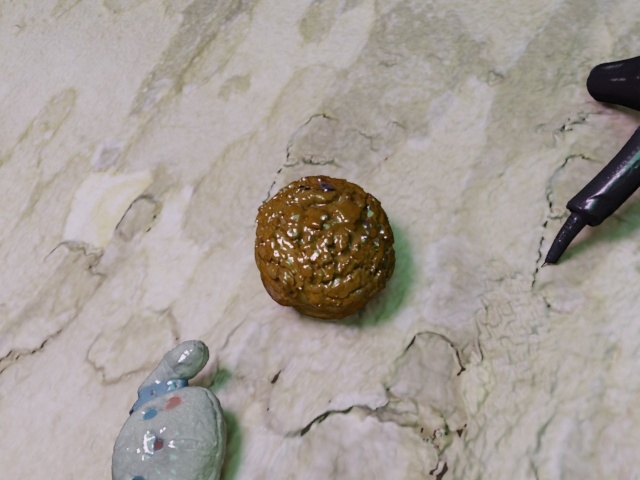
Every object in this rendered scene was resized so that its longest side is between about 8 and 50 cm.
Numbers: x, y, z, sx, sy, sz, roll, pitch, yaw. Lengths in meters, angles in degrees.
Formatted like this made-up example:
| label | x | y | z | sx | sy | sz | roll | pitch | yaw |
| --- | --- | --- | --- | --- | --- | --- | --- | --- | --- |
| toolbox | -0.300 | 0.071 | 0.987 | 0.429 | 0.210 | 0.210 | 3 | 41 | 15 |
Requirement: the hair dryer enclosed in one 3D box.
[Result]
| label | x | y | z | sx | sy | sz | roll | pitch | yaw |
| --- | --- | --- | --- | --- | --- | --- | --- | --- | --- |
| hair dryer | 0.294 | -0.092 | 0.680 | 0.271 | 0.091 | 0.235 | -49 | 18 | 1 |

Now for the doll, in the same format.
| label | x | y | z | sx | sy | sz | roll | pitch | yaw |
| --- | --- | --- | --- | --- | --- | --- | --- | --- | --- |
| doll | -0.138 | 0.195 | 0.609 | 0.104 | 0.071 | 0.213 | -7 | 61 | 19 |

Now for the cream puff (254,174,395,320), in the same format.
| label | x | y | z | sx | sy | sz | roll | pitch | yaw |
| --- | --- | --- | --- | --- | --- | --- | --- | --- | --- |
| cream puff | 0.000 | 0.000 | 0.684 | 0.165 | 0.115 | 0.150 | 32 | 64 | 32 |
